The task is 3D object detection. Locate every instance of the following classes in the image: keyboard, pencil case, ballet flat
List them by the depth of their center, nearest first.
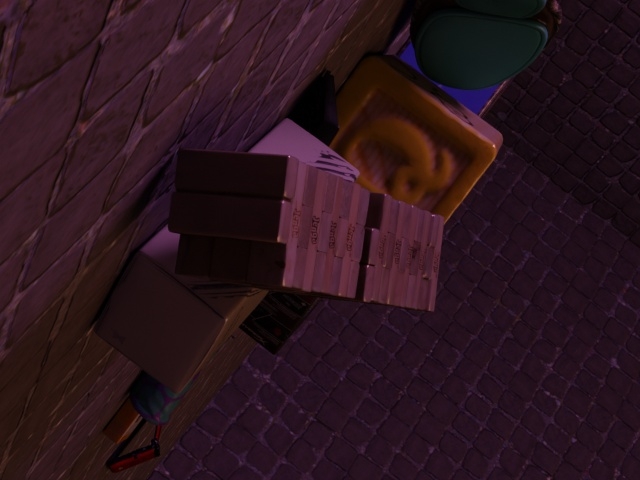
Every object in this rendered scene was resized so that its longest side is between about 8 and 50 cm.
[{"bbox_3d":[-0.026,-0.076,1.296,0.180,0.023,0.108,123,-30,-47],"label":"keyboard"},{"bbox_3d":[0.191,-0.293,1.390,0.483,0.164,0.182,76,26,-84],"label":"ballet flat"},{"bbox_3d":[-0.177,0.158,1.634,0.152,0.064,0.070,-53,152,10],"label":"pencil case"}]

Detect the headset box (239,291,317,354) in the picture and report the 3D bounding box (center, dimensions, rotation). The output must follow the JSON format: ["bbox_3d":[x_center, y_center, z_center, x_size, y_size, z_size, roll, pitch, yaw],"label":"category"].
[{"bbox_3d":[-0.013,0.020,2.057,0.218,0.110,0.293,-50,176,-37],"label":"headset box"}]

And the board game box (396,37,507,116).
[{"bbox_3d":[0.202,-0.252,1.871,0.232,0.141,0.291,-53,177,6],"label":"board game box"}]

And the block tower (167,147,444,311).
[{"bbox_3d":[0.000,0.000,1.033,0.335,0.097,0.091,16,82,-64],"label":"block tower"}]

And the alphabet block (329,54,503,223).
[{"bbox_3d":[0.089,-0.096,1.553,0.193,0.192,0.197,-55,176,13],"label":"alphabet block"}]

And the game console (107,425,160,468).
[{"bbox_3d":[-0.296,0.313,2.107,0.124,0.085,0.144,-20,169,-11],"label":"game console"}]

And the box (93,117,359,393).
[{"bbox_3d":[-0.075,0.005,1.142,0.113,0.094,0.275,-56,176,39],"label":"box"}]

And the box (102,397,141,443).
[{"bbox_3d":[-0.231,0.204,1.719,0.136,0.028,0.081,-55,177,-3],"label":"box"}]
